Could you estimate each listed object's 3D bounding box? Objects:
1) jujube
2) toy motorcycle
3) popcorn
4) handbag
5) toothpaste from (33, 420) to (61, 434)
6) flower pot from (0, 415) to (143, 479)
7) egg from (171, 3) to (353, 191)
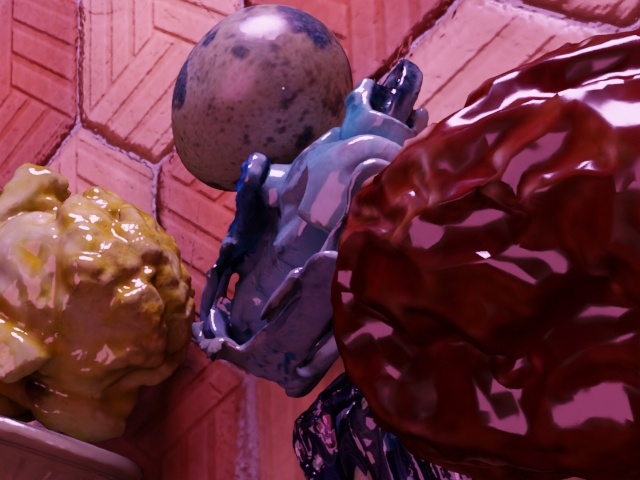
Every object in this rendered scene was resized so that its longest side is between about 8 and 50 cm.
[{"bbox_3d":[0.192,0.010,0.618,0.377,0.276,0.276,-8,77,42],"label":"jujube"},{"bbox_3d":[0.000,0.000,0.846,0.260,0.154,0.206,-56,11,39],"label":"toy motorcycle"},{"bbox_3d":[-0.236,0.055,1.045,0.256,0.195,0.255,-3,86,23],"label":"popcorn"},{"bbox_3d":[0.071,0.191,0.784,0.162,0.113,0.260,-42,57,40],"label":"handbag"},{"bbox_3d":[-0.286,0.228,1.164,0.048,0.031,0.190,-7,74,44],"label":"toothpaste"},{"bbox_3d":[-0.292,0.284,0.997,0.307,0.307,0.244,6,71,42],"label":"flower pot"},{"bbox_3d":[-0.054,-0.113,0.943,0.181,0.141,0.141,-43,56,35],"label":"egg"}]
